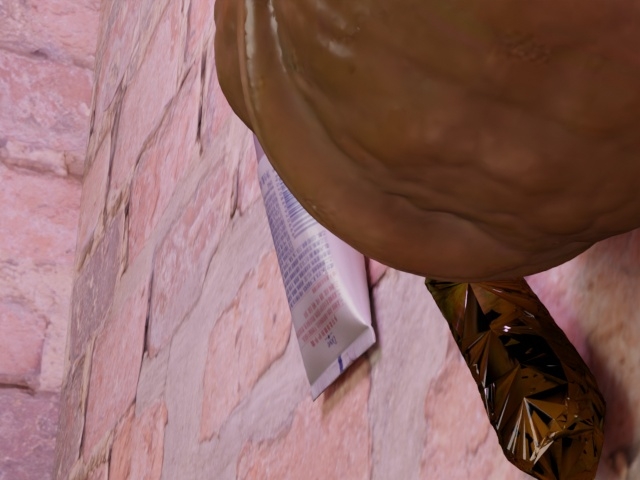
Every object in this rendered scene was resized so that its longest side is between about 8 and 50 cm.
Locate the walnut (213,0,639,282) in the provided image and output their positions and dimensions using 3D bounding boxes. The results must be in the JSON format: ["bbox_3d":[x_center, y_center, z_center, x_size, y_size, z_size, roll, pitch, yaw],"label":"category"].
[{"bbox_3d":[0.083,-0.120,0.755,0.296,0.285,0.285,-8,73,64],"label":"walnut"}]

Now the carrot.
[{"bbox_3d":[0.114,0.065,0.874,0.229,0.069,0.069,-113,37,-60],"label":"carrot"}]

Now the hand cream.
[{"bbox_3d":[0.000,0.000,1.251,0.133,0.083,0.248,130,135,-58],"label":"hand cream"}]
